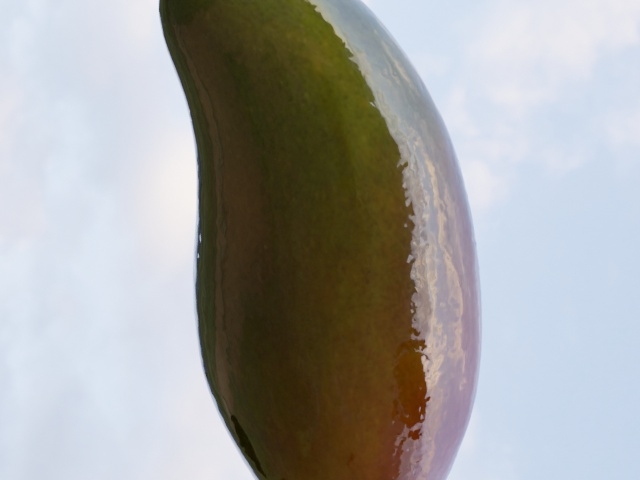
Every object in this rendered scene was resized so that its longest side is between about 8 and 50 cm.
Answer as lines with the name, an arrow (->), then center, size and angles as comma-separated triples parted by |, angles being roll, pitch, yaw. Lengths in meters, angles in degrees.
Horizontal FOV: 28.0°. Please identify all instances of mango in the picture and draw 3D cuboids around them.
mango -> 0.005, 0.002, 0.623 | 0.146, 0.129, 0.289 | 12, -62, 34
